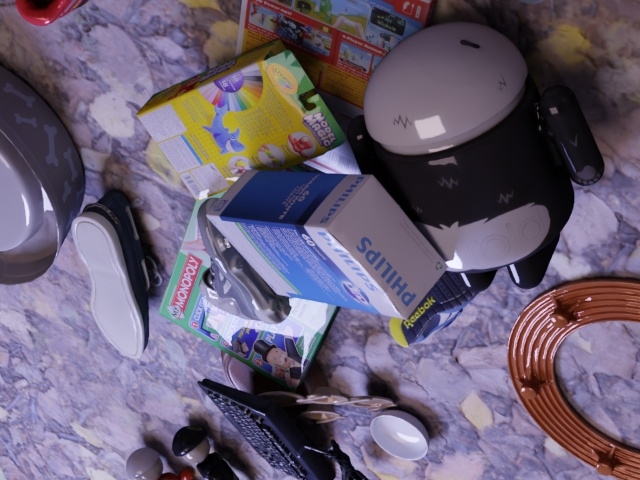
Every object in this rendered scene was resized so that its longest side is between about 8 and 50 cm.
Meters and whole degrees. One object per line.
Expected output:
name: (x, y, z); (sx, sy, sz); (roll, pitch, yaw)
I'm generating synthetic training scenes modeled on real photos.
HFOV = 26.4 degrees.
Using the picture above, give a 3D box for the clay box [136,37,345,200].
clay box: (-0.081, -0.134, 1.498); (0.222, 0.053, 0.127); (-18, 117, 34)

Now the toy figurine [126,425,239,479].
toy figurine: (-0.239, 0.397, 2.047); (0.213, 0.209, 0.148); (-26, 105, 45)

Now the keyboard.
keyboard: (-0.040, 0.280, 1.847); (0.201, 0.033, 0.317); (15, 159, 23)

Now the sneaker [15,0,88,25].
sneaker: (-0.270, -0.335, 1.435); (0.107, 0.118, 0.279); (27, 139, 9)

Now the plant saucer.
plant saucer: (-0.069, 0.187, 1.868); (0.168, 0.029, 0.168); (19, 136, 19)

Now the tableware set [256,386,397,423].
tableware set: (0.005, 0.214, 1.782); (0.141, 0.020, 0.169); (-14, 157, 40)

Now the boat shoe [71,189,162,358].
boat shoe: (-0.268, 0.048, 1.832); (0.095, 0.079, 0.254); (11, 131, 30)

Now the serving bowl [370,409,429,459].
serving bowl: (0.109, 0.253, 1.809); (0.083, 0.027, 0.083); (18, 136, 18)

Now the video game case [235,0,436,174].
video game case: (0.004, -0.190, 1.459); (0.204, 0.025, 0.285); (25, 139, 12)

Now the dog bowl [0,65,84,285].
dog bowl: (-0.467, -0.104, 1.805); (0.349, 0.102, 0.348); (19, 136, 19)

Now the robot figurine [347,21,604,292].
robot figurine: (0.151, -0.083, 1.354); (0.209, 0.173, 0.278); (-27, 119, -1)

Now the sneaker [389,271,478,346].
sneaker: (0.143, 0.070, 1.597); (0.144, 0.059, 0.053); (-41, 69, 33)

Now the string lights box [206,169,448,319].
string lights box: (0.000, 0.000, 1.408); (0.133, 0.077, 0.260); (49, 160, -24)

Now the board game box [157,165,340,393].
board game box: (-0.070, 0.034, 1.690); (0.213, 0.046, 0.317); (31, 135, 6)

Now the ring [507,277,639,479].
ring: (0.368, 0.179, 1.559); (0.337, 0.032, 0.336); (19, 136, 19)

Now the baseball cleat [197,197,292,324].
baseball cleat: (-0.115, 0.032, 1.614); (0.109, 0.072, 0.206); (-2, 134, 32)

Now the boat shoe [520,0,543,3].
boat shoe: (0.198, -0.356, 1.126); (0.118, 0.103, 0.320); (29, 137, 37)
